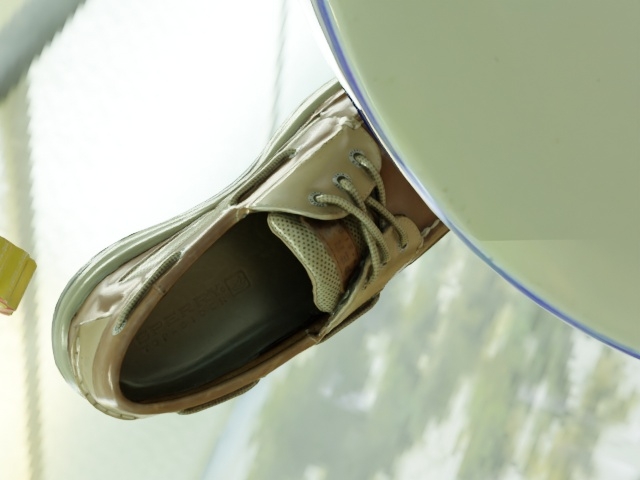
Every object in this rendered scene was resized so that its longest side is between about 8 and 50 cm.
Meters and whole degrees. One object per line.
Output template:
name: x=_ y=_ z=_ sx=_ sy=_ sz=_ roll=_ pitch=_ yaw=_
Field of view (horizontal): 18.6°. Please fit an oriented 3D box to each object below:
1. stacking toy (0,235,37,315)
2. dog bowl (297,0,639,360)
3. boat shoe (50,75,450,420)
stacking toy: x=-0.157 y=-0.097 z=0.574 sx=0.052 sy=0.221 sz=0.167 roll=-16 pitch=49 yaw=64
dog bowl: x=0.118 y=-0.100 z=0.441 sx=0.104 sy=0.265 sz=0.264 roll=-105 pitch=32 yaw=-75
boat shoe: x=0.000 y=0.000 z=1.104 sx=0.324 sy=0.123 sz=0.116 roll=-38 pitch=20 yaw=-5
